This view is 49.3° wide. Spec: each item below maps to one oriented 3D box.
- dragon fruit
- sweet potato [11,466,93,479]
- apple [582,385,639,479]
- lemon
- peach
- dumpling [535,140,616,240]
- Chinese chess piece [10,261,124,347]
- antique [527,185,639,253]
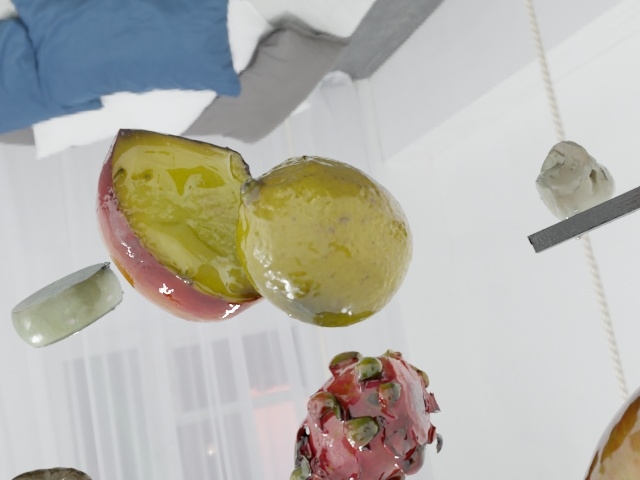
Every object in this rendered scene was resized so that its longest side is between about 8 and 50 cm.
[{"bbox_3d":[0.068,0.335,1.191,0.228,0.307,0.243,13,170,-43],"label":"dragon fruit"},{"bbox_3d":[-0.473,0.421,1.235,0.153,0.041,0.038,18,127,-42],"label":"sweet potato"},{"bbox_3d":[0.308,0.186,0.456,0.241,0.242,0.242,3,167,-32],"label":"apple"},{"bbox_3d":[0.000,0.000,1.056,0.310,0.253,0.253,30,152,-27],"label":"lemon"},{"bbox_3d":[-0.255,-0.022,1.278,0.306,0.380,0.242,-22,174,-40],"label":"peach"},{"bbox_3d":[0.413,-0.090,1.157,0.118,0.136,0.199,-25,134,-15],"label":"dumpling"},{"bbox_3d":[-0.528,0.133,1.470,0.238,0.092,0.238,-24,-167,6],"label":"Chinese chess piece"},{"bbox_3d":[0.392,-0.032,1.002,0.192,0.031,0.015,-28,163,29],"label":"antique"}]
